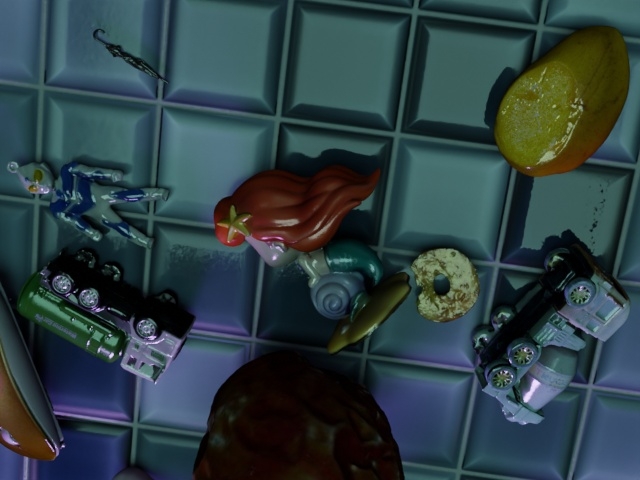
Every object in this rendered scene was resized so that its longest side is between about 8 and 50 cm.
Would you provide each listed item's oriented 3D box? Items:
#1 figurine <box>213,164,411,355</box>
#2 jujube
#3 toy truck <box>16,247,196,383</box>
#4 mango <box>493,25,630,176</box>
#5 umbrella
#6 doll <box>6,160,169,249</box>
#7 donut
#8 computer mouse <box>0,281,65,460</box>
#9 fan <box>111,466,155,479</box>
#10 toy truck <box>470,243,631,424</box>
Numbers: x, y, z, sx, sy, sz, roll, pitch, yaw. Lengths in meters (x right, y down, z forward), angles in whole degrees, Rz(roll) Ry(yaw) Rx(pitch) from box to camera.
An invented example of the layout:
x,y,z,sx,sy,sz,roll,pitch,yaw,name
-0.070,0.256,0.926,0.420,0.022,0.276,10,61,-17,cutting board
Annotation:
x,y,z,sx,sy,sz,roll,pitch,yaw,name
-0.001,-0.001,1.337,0.257,0.181,0.208,48,144,-8,figurine
-0.032,0.298,1.311,0.276,0.377,0.276,-1,101,-3,jujube
-0.310,0.107,1.419,0.242,0.101,0.125,28,111,-2,toy truck
0.321,-0.182,1.291,0.141,0.102,0.217,35,104,18,mango
-0.261,-0.247,1.354,0.122,0.013,0.022,36,84,-6,umbrella
-0.335,-0.059,1.394,0.227,0.057,0.114,19,111,-4,doll
0.175,0.059,1.399,0.097,0.043,0.108,-3,105,5,donut
-0.475,0.192,1.445,0.158,0.072,0.310,-4,110,41,computer mouse
-0.214,0.429,1.503,0.244,0.130,0.074,34,102,8,fan
0.321,0.140,1.385,0.140,0.108,0.257,34,108,-19,toy truck
